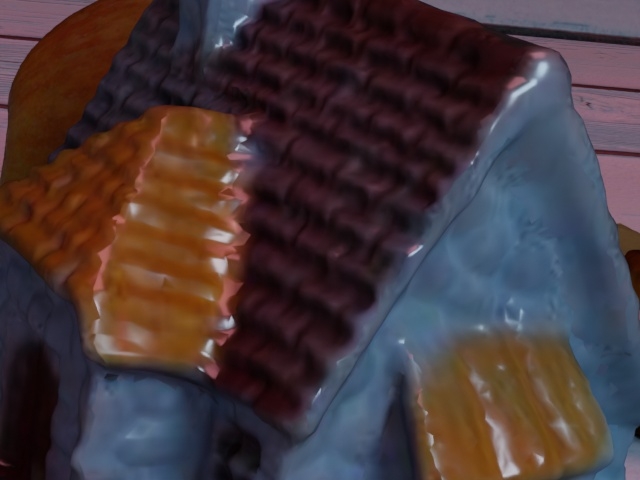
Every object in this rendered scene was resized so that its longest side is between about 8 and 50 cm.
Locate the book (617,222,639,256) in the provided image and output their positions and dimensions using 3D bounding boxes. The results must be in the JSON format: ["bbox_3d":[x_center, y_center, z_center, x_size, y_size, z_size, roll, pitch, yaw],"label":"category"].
[{"bbox_3d":[0.244,0.017,1.473,0.168,0.013,0.192,-1,18,-26],"label":"book"}]

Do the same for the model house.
[{"bbox_3d":[-0.019,0.016,0.795,0.297,0.339,0.360,0,18,-30],"label":"model house"}]

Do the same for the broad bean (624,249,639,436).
[{"bbox_3d":[0.242,0.068,1.109,0.228,0.122,0.156,15,20,14],"label":"broad bean"}]

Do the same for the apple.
[{"bbox_3d":[-0.097,-0.050,1.137,0.264,0.264,0.264,7,16,-2],"label":"apple"}]
